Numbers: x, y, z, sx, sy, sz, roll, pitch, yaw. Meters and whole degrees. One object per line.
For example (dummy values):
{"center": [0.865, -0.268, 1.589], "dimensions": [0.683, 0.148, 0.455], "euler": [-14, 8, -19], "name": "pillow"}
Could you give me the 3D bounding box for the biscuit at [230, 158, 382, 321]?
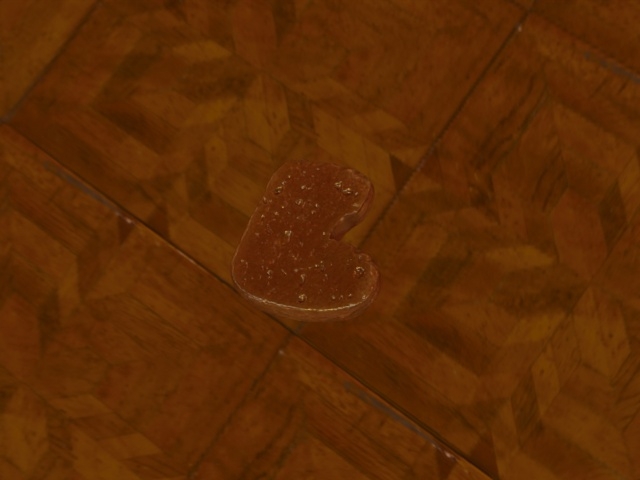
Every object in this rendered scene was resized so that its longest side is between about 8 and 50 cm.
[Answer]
{"center": [0.000, 0.000, 1.162], "dimensions": [0.186, 0.036, 0.192], "euler": [7, 61, 33], "name": "biscuit"}
